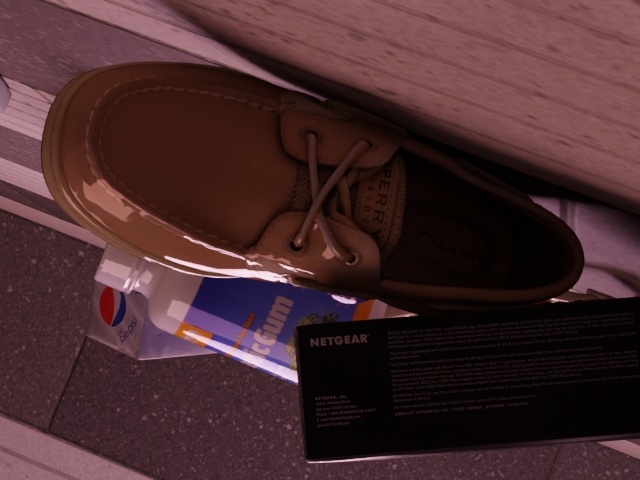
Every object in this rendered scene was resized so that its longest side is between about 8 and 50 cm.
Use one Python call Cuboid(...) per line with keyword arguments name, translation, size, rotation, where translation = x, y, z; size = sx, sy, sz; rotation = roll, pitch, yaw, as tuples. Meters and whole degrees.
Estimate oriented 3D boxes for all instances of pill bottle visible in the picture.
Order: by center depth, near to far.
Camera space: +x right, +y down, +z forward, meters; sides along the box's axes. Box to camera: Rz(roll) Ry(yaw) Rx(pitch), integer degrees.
Cuboid(name="pill bottle", translation=(-0.079, 0.040, 1.645), size=(0.272, 0.152, 0.152), rotation=(22, 174, -8))

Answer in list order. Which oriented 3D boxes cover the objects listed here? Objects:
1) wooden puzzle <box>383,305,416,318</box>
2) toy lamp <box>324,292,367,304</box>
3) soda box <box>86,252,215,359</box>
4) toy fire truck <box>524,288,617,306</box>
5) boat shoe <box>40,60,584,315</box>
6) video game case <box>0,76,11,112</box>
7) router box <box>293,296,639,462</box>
Cuboid(name="wooden puzzle", translation=(0.075, 0.115, 1.843), size=(0.221, 0.044, 0.238), rotation=(-12, 161, 23))
Cuboid(name="toy lamp", translation=(0.000, 0.000, 1.378), size=(0.080, 0.080, 0.275), rotation=(21, 173, 13))
Cuboid(name="soda box", translation=(-0.117, 0.066, 1.837), size=(0.091, 0.098, 0.286), rotation=(20, -165, 40))
Cuboid(name="toy fire truck", translation=(0.229, 0.062, 1.246), size=(0.135, 0.047, 0.192), rotation=(26, 172, -20))
Cuboid(name="boat shoe", translation=(0.006, -0.029, 0.963), size=(0.341, 0.122, 0.110), rotation=(13, 172, -34))
Cuboid(name="video game case", translation=(-0.377, -0.175, 1.425), size=(0.206, 0.026, 0.227), rotation=(22, 174, -1))
Cuboid(name="router box", translation=(0.143, 0.086, 1.025), size=(0.308, 0.081, 0.243), rotation=(-5, 173, 1))
